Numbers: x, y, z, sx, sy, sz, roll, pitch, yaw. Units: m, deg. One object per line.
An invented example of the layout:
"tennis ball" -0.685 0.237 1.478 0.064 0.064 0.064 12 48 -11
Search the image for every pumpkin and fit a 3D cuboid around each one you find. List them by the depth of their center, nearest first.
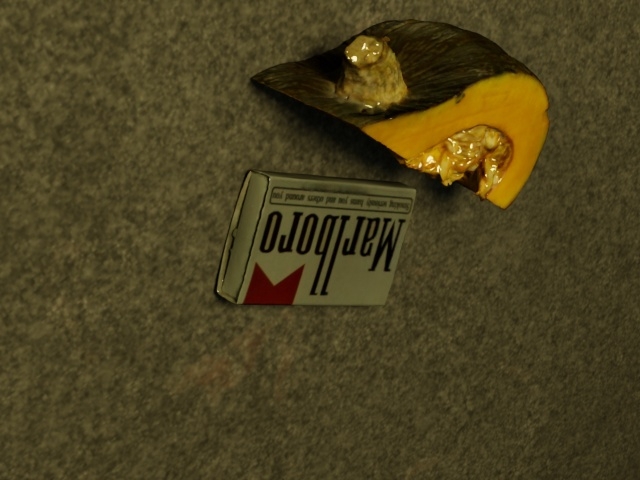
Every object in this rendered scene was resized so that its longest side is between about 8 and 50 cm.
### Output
"pumpkin" 0.082 -0.125 1.098 0.248 0.131 0.126 17 108 -50

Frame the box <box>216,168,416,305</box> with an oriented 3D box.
"box" 0.000 0.000 1.152 0.177 0.036 0.115 3 109 -43
